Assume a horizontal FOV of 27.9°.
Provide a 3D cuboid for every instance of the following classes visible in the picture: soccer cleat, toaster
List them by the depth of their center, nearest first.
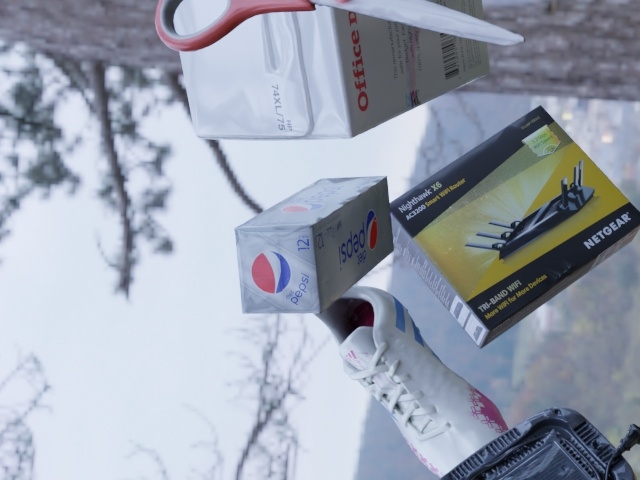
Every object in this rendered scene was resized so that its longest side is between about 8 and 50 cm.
[{"bbox_3d":[0.193,0.253,1.160,0.129,0.227,0.146,47,164,35],"label":"toaster"},{"bbox_3d":[0.097,0.174,1.537,0.116,0.143,0.331,-54,47,16],"label":"soccer cleat"}]

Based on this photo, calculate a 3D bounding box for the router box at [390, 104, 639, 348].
[{"bbox_3d":[0.283,-0.025,1.910,0.243,0.309,0.081,50,161,18],"label":"router box"}]

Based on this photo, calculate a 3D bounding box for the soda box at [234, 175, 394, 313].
[{"bbox_3d":[0.000,0.000,1.441,0.286,0.091,0.098,-37,-57,-67],"label":"soda box"}]

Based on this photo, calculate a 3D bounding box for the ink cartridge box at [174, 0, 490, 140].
[{"bbox_3d":[0.013,-0.229,1.295,0.270,0.197,0.198,-29,-65,-49],"label":"ink cartridge box"}]

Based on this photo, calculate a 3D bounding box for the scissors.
[{"bbox_3d":[0.003,-0.185,0.899,0.021,0.297,0.109,22,-106,-61],"label":"scissors"}]
